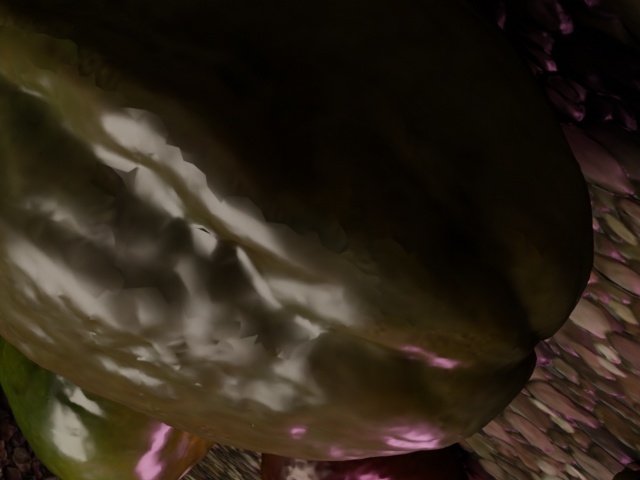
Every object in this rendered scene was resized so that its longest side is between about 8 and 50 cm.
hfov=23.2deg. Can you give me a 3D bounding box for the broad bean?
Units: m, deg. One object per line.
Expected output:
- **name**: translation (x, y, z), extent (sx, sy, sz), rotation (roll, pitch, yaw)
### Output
- **broad bean**: translation (0.044, 0.200, 1.307), extent (0.228, 0.156, 0.122), rotation (41, -153, -29)

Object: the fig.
- **fig**: translation (-0.194, 0.055, 1.271), extent (0.314, 0.233, 0.233), rotation (45, 164, -1)

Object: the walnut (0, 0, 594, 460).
- **walnut**: translation (-0.025, -0.027, 0.654), extent (0.283, 0.227, 0.283), rotation (31, 176, 3)

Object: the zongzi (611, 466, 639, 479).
- **zongzi**: translation (0.229, 0.177, 0.986), extent (0.083, 0.040, 0.076), rotation (27, 176, -20)
